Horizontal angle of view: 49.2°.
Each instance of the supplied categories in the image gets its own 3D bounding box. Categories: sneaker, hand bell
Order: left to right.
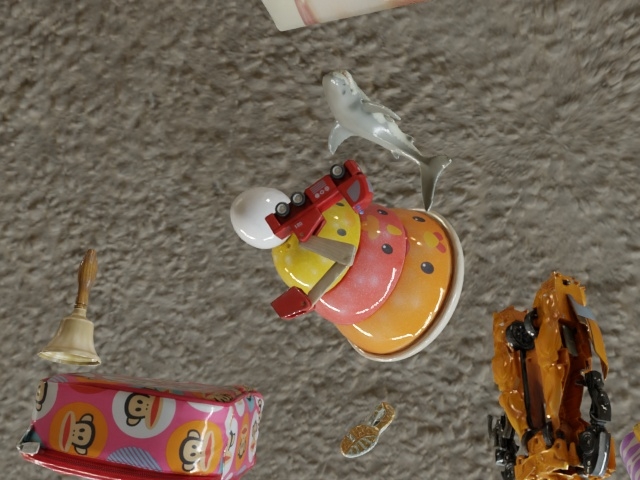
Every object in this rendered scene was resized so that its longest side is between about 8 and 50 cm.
[{"bbox_3d":[-0.503,0.133,1.477,0.126,0.126,0.242,-3,66,19],"label":"hand bell"},{"bbox_3d":[0.054,0.224,0.806,0.032,0.083,0.037,45,146,17],"label":"sneaker"}]

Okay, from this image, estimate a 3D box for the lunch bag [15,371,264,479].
[{"bbox_3d":[-0.214,0.217,0.842,0.258,0.293,0.120,8,79,8],"label":"lunch bag"}]

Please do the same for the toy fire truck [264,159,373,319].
[{"bbox_3d":[0.000,0.000,0.902,0.192,0.047,0.135,-34,77,4],"label":"toy fire truck"}]

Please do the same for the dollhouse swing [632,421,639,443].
[{"bbox_3d":[0.378,-0.025,0.496,0.347,0.305,0.315,-33,65,56],"label":"dollhouse swing"}]

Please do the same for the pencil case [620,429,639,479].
[{"bbox_3d":[0.438,0.310,0.855,0.086,0.206,0.088,-41,101,18],"label":"pencil case"}]

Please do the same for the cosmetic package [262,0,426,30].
[{"bbox_3d":[0.067,-0.293,0.625,0.296,0.153,0.129,11,140,50],"label":"cosmetic package"}]

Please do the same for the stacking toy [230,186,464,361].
[{"bbox_3d":[0.023,0.028,1.410,0.351,0.480,0.350,-28,50,40],"label":"stacking toy"}]

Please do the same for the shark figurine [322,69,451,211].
[{"bbox_3d":[0.077,-0.169,1.140,0.278,0.166,0.116,37,97,-25],"label":"shark figurine"}]

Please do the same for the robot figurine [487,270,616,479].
[{"bbox_3d":[0.306,0.200,0.924,0.085,0.291,0.211,16,144,-19],"label":"robot figurine"}]
